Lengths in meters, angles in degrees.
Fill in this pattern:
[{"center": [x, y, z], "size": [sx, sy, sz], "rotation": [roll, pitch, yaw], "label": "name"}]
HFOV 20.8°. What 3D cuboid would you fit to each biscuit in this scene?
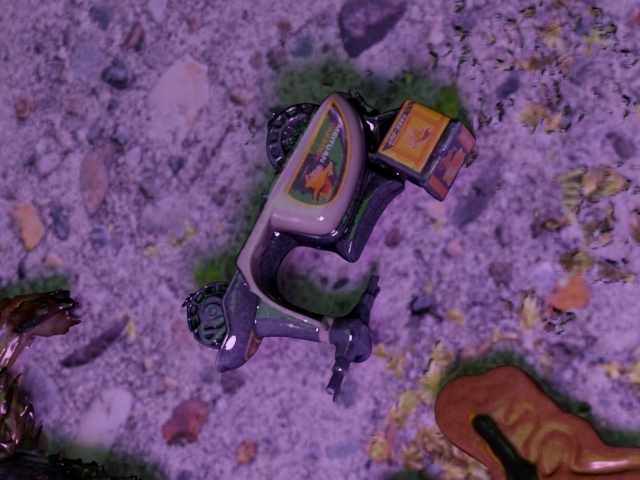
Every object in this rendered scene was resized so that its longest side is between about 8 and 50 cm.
[{"center": [0.196, 0.236, 1.283], "size": [0.334, 0.047, 0.202], "rotation": [32, 91, 26], "label": "biscuit"}]

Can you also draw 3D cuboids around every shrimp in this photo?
[{"center": [-0.226, 0.155, 1.478], "size": [0.290, 0.054, 0.222], "rotation": [13, 84, 34], "label": "shrimp"}]

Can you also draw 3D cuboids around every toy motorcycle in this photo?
[{"center": [0.000, 0.000, 1.400], "size": [0.157, 0.091, 0.263], "rotation": [26, 87, 22], "label": "toy motorcycle"}]
